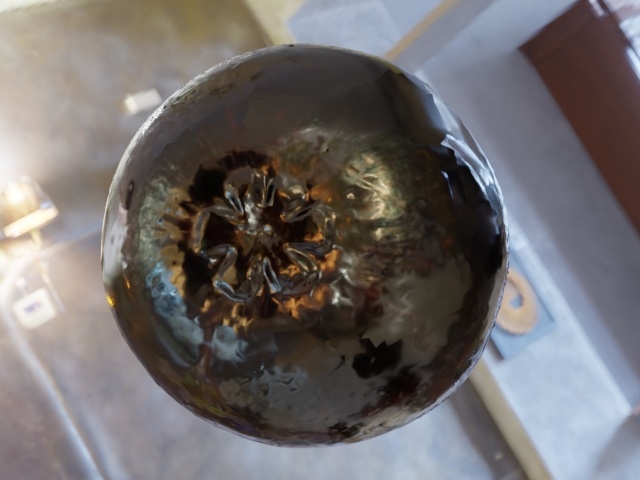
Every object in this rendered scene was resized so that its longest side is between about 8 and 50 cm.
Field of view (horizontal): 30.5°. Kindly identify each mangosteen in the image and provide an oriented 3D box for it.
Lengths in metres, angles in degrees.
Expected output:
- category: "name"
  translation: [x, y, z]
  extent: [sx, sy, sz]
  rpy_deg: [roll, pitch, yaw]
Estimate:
- category: "mangosteen"
  translation: [-0.009, 0.003, 0.629]
  extent: [0.216, 0.216, 0.216]
  rpy_deg: [-30, -7, -4]
